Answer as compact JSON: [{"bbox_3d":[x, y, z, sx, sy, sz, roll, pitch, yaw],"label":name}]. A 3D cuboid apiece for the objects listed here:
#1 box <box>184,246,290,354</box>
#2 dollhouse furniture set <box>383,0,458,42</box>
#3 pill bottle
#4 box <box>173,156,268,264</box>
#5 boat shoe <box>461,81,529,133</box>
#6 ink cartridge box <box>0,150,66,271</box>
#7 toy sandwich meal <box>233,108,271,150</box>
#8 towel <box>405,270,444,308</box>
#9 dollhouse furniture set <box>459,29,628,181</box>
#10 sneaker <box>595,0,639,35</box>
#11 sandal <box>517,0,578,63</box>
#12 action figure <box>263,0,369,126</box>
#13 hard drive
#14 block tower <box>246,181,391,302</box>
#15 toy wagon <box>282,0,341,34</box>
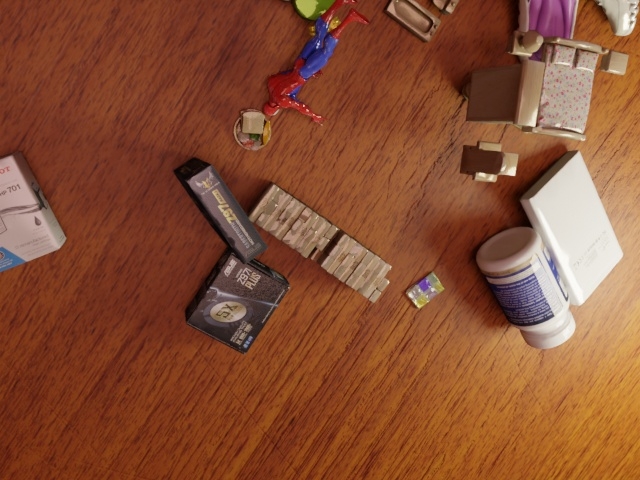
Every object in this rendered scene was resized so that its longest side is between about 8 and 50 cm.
[{"bbox_3d":[-0.176,0.123,1.289,0.147,0.077,0.180,33,94,-19],"label":"box"},{"bbox_3d":[0.216,-0.501,1.206,0.144,0.123,0.151,30,95,-19],"label":"dollhouse furniture set"},{"bbox_3d":[0.483,0.113,1.416,0.153,0.153,0.265,-34,109,-4],"label":"pill bottle"},{"bbox_3d":[-0.195,-0.063,1.154,0.059,0.232,0.183,-35,110,-10],"label":"box"},{"bbox_3d":[0.449,-0.301,1.347,0.285,0.089,0.105,19,83,-21],"label":"boat shoe"},{"bbox_3d":[-0.588,-0.052,1.137,0.139,0.082,0.191,-23,110,-8],"label":"ink cartridge box"},{"bbox_3d":[-0.136,-0.224,1.235,0.085,0.029,0.086,-4,105,-14],"label":"toy sandwich meal"},{"bbox_3d":[0.246,0.118,1.432,0.083,0.009,0.060,-37,109,-3],"label":"towel"},{"bbox_3d":[0.493,-0.254,1.223,0.355,0.174,0.303,3,100,-19],"label":"dollhouse furniture set"},{"bbox_3d":[0.597,-0.571,1.309,0.118,0.110,0.292,-23,115,16],"label":"sneaker"},{"bbox_3d":[0.478,-0.534,1.219,0.169,0.102,0.416,-23,128,-6],"label":"sandal"},{"bbox_3d":[0.001,-0.333,1.192,0.139,0.091,0.280,14,135,-46],"label":"action figure"},{"bbox_3d":[0.600,-0.029,1.441,0.203,0.040,0.307,-40,111,-22],"label":"hard drive"},{"bbox_3d":[0.000,0.000,1.297,0.335,0.097,0.091,35,93,-22],"label":"block tower"},{"bbox_3d":[-0.049,-0.562,1.153,0.267,0.068,0.344,-21,109,-8],"label":"toy wagon"}]
